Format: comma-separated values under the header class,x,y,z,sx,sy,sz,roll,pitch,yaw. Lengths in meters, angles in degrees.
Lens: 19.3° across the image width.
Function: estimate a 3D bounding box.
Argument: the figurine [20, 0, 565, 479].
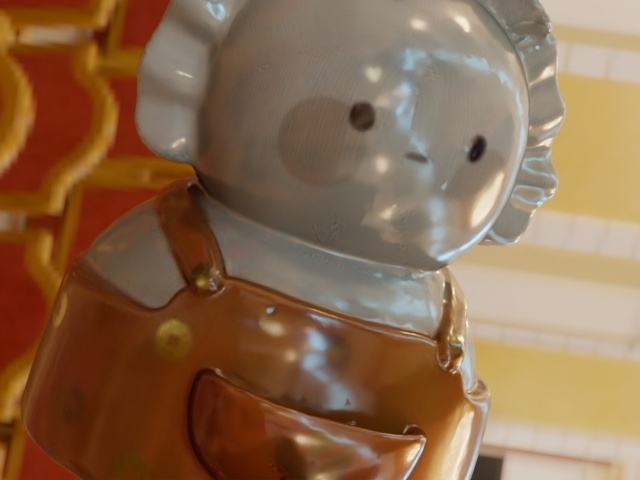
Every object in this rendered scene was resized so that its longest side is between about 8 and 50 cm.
class,x,y,z,sx,sy,sz,roll,pitch,yaw
figurine,-0.004,0.001,0.565,0.143,0.143,0.271,72,31,-82
